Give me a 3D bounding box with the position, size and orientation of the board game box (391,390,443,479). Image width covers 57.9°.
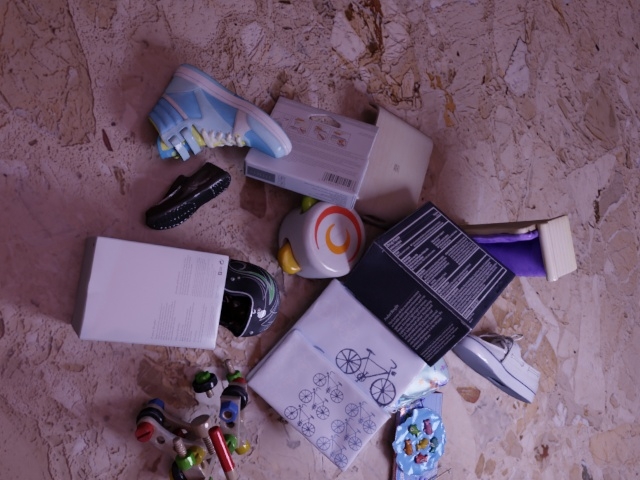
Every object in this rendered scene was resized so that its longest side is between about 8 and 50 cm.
[{"bbox_3d":[0.270,0.567,1.621,0.145,0.027,0.281,7,86,-28],"label":"board game box"}]

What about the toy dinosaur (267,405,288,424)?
[{"bbox_3d":[-0.069,0.412,1.437,0.183,0.053,0.092,45,69,-19],"label":"toy dinosaur"}]

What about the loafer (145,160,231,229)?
[{"bbox_3d":[-0.310,-0.104,1.321,0.220,0.080,0.078,-36,72,-22],"label":"loafer"}]

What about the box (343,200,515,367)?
[{"bbox_3d":[0.272,0.096,1.435,0.294,0.182,0.296,44,42,13],"label":"box"}]

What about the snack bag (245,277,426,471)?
[{"bbox_3d":[0.046,0.315,1.388,0.323,0.037,0.342,41,86,9],"label":"snack bag"}]

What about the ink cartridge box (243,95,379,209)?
[{"bbox_3d":[-0.017,-0.218,1.406,0.275,0.060,0.238,18,54,4],"label":"ink cartridge box"}]

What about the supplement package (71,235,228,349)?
[{"bbox_3d":[-0.360,0.107,1.212,0.263,0.198,0.199,10,85,-27],"label":"supplement package"}]

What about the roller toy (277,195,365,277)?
[{"bbox_3d":[0.000,0.000,1.426,0.191,0.146,0.209,25,70,-32],"label":"roller toy"}]

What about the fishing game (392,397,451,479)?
[{"bbox_3d":[0.279,0.554,1.589,0.189,0.041,0.263,-14,95,-29],"label":"fishing game"}]

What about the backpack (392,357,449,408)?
[{"bbox_3d":[0.192,0.320,1.502,0.254,0.191,0.225,-17,85,-17],"label":"backpack"}]

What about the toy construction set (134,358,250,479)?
[{"bbox_3d":[-0.232,0.447,1.231,0.258,0.309,0.237,-22,104,-17],"label":"toy construction set"}]

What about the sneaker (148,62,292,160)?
[{"bbox_3d":[-0.239,-0.230,1.296,0.319,0.127,0.208,33,77,6],"label":"sneaker"}]

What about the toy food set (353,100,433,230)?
[{"bbox_3d":[0.175,-0.193,1.563,0.220,0.092,0.305,22,81,-37],"label":"toy food set"}]

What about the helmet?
[{"bbox_3d":[-0.172,0.135,1.324,0.162,0.169,0.169,32,74,-3],"label":"helmet"}]

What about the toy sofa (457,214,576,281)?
[{"bbox_3d":[0.470,0.029,1.546,0.177,0.363,0.150,-15,97,-33],"label":"toy sofa"}]

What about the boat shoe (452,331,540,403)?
[{"bbox_3d":[0.537,0.334,1.702,0.367,0.136,0.156,37,73,-25],"label":"boat shoe"}]
